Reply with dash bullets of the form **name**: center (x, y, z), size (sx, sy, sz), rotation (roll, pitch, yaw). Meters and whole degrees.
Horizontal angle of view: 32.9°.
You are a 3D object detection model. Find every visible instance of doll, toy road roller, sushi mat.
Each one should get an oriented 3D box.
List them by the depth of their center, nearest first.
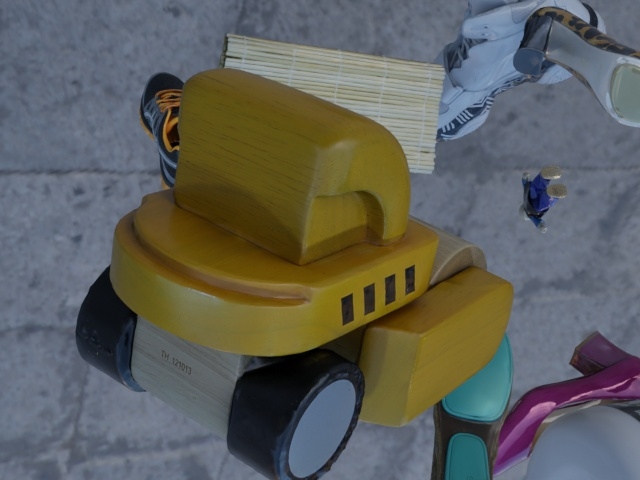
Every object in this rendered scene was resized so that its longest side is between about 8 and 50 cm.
- **toy road roller**: center (0.000, 0.000, 0.781), size (0.329, 0.202, 0.241), rotation (-21, 129, -50)
- **sushi mat**: center (0.015, -0.172, 1.394), size (0.316, 0.019, 0.152), rotation (3, 94, -25)
- **doll**: center (0.422, -0.077, 2.099), size (0.046, 0.129, 0.189), rotation (-11, 166, -10)

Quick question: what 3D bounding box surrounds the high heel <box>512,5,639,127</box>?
- **high heel**: center (0.390, -0.237, 1.423), size (0.261, 0.186, 0.093), rotation (21, 125, 8)

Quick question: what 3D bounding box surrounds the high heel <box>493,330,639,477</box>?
- **high heel**: center (0.445, 0.323, 1.895), size (0.377, 0.181, 0.127), rotation (-41, 153, -19)

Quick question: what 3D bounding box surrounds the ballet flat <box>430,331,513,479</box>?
- **ballet flat**: center (0.210, 0.285, 1.579), size (0.116, 0.342, 0.124), rotation (12, 149, -7)

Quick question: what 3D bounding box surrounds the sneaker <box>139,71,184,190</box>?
- **sneaker**: center (-0.179, -0.148, 1.376), size (0.084, 0.215, 0.083), rotation (-11, 141, -15)

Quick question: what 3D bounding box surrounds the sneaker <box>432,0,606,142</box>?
- **sneaker**: center (0.222, -0.290, 1.623), size (0.365, 0.137, 0.210), rotation (-25, 138, 27)

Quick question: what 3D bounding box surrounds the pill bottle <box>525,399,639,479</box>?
- **pill bottle**: center (0.330, 0.195, 0.768), size (0.333, 0.188, 0.188), rotation (-4, 135, -19)
